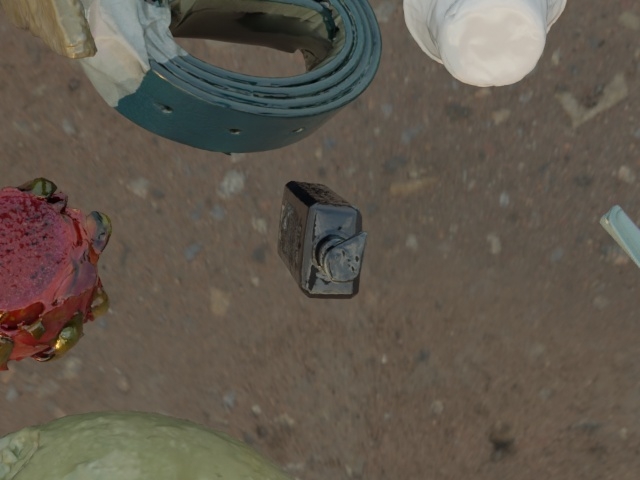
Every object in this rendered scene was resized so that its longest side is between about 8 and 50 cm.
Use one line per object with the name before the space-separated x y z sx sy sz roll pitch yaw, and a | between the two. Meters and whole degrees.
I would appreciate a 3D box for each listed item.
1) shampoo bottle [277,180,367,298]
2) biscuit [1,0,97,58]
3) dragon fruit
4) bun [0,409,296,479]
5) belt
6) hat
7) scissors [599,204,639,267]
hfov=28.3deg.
shampoo bottle | 0.000 0.001 1.341 0.071 0.309 0.098 6 98 -8
biscuit | -0.224 -0.214 0.958 0.032 0.250 0.133 -21 113 -17
dragon fruit | -0.251 0.033 0.975 0.208 0.150 0.133 -18 43 40
bun | -0.130 0.287 0.735 0.365 0.202 0.364 -1 100 -3
belt | -0.130 -0.285 1.769 0.437 0.173 0.300 5 67 -24
hat | 0.190 -0.250 1.432 0.203 0.203 0.126 -2 40 2
scissors | 0.356 0.068 1.202 0.125 0.030 0.256 -30 71 -22
